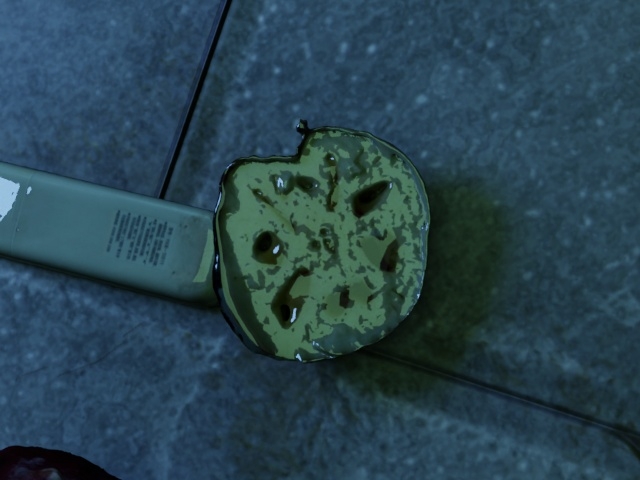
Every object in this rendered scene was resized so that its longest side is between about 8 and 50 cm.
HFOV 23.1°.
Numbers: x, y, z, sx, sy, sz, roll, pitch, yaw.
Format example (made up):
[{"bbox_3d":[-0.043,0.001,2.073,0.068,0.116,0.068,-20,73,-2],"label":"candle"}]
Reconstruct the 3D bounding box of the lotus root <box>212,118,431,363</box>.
[{"bbox_3d":[0.000,0.004,1.341,0.183,0.078,0.204,8,86,2],"label":"lotus root"}]

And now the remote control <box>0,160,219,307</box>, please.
[{"bbox_3d":[-0.221,-0.012,1.411,0.309,0.038,0.090,13,85,15],"label":"remote control"}]

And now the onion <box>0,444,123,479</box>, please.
[{"bbox_3d":[-0.223,0.350,1.236,0.260,0.282,0.337,30,74,13],"label":"onion"}]
